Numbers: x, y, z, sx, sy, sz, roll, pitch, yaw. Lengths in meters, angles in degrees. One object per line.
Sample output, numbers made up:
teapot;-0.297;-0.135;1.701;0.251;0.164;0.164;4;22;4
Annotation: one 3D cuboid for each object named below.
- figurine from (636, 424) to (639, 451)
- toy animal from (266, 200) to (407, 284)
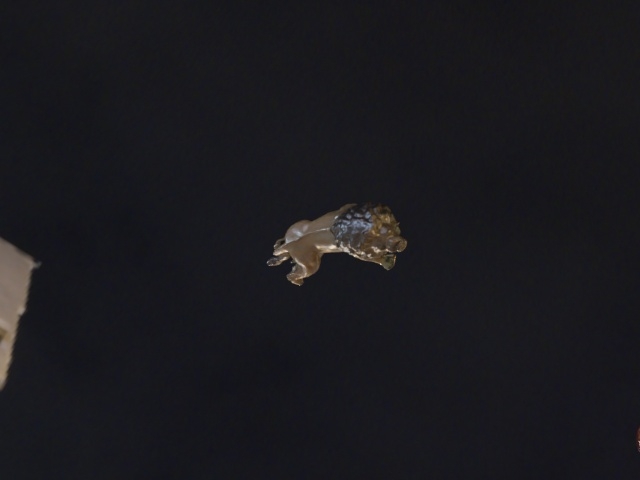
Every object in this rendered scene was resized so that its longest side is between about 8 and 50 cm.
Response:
figurine;0.365;0.156;0.889;0.185;0.127;0.234;-47;-28;-1
toy animal;0.012;0.001;0.989;0.086;0.069;0.220;-1;-12;-34
